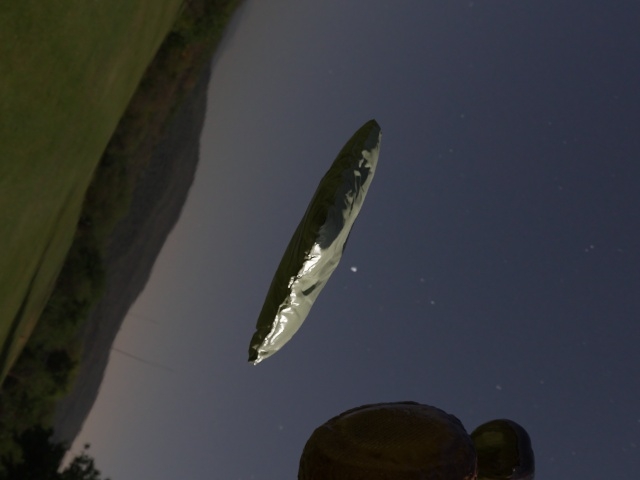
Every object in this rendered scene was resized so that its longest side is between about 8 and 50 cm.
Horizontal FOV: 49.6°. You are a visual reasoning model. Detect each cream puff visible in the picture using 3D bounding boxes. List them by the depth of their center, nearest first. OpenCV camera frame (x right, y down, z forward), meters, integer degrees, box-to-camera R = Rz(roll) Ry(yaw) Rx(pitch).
[{"bbox_3d":[0.110,0.404,1.161,0.303,0.303,0.212,-130,-143,-72],"label":"cream puff"}]

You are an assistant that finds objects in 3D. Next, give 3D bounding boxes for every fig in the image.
[{"bbox_3d":[0.296,0.425,1.371,0.149,0.246,0.149,1,90,-79],"label":"fig"}]

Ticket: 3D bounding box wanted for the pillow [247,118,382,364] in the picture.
[{"bbox_3d":[0.000,0.000,0.957,0.280,0.076,0.274,-63,-178,39],"label":"pillow"}]
